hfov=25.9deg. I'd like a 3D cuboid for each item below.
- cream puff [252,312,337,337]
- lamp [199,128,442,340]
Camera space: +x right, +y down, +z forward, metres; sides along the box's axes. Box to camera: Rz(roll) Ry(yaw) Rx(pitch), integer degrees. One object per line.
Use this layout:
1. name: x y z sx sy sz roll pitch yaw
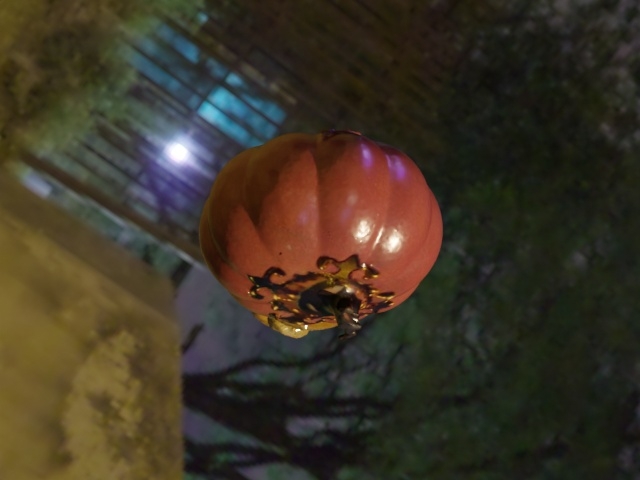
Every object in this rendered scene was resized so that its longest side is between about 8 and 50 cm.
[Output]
1. cream puff: -0.016 0.020 1.221 0.144 0.126 0.103 -36 -176 -33
2. lamp: 0.000 0.000 1.030 0.182 0.182 0.140 -37 -137 48
